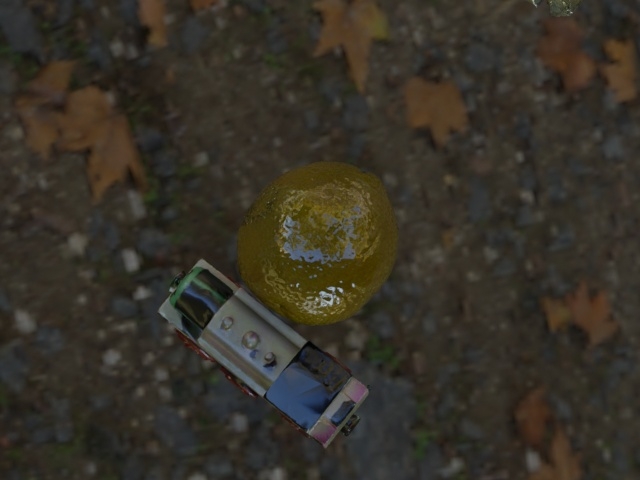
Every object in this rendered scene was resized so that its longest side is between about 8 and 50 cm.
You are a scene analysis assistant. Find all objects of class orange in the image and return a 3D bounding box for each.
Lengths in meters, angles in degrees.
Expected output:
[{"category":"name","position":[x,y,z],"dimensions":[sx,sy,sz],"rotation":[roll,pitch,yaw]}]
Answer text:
[{"category":"orange","position":[0.000,0.000,0.951],"dimensions":[0.085,0.085,0.095],"rotation":[48,66,-29]}]

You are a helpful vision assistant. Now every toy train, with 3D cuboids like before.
[{"category":"toy train","position":[-0.034,0.063,0.993],"dimensions":[0.138,0.087,0.050],"rotation":[38,84,7]}]

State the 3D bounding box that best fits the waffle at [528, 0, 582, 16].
[{"category":"waffle","position":[0.129,-0.194,1.018],"dimensions":[0.092,0.021,0.135],"rotation":[-53,131,-18]}]
